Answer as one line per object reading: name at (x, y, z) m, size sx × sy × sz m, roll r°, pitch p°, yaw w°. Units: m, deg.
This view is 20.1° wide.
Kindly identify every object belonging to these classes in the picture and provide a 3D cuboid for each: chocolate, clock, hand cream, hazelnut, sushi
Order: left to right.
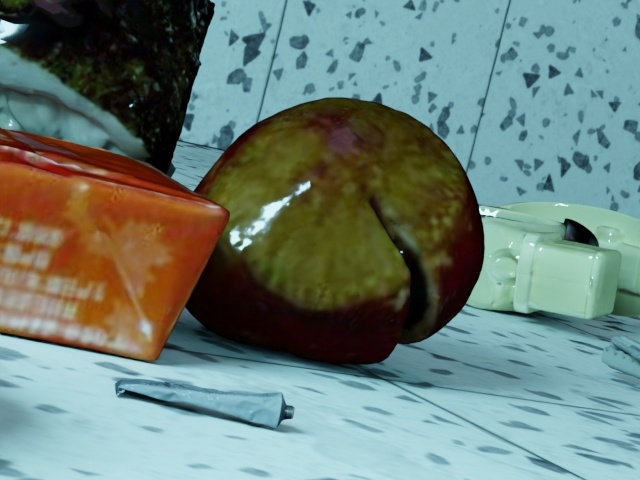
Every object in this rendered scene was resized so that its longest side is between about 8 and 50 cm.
chocolate at (-0.198, -0.014, 1.083) m, size 0.234 × 0.108 × 0.237 m, roll 12°, pitch 4°, yaw -19°
sushi at (-0.217, -0.123, 1.341) m, size 0.348 × 0.207 × 0.234 m, roll -8°, pitch -39°, yaw 42°
hand cream at (-0.059, 0.079, 0.926) m, size 0.093 × 0.019 × 0.030 m, roll 11°, pitch 4°, yaw -3°
hazelnut at (0.000, 0.000, 1.185) m, size 0.204 × 0.178 × 0.178 m, roll -22°, pitch 20°, yaw -22°
clock at (0.237, 0.021, 1.879) m, size 0.276 × 0.120 × 0.379 m, roll 12°, pitch 9°, yaw 27°

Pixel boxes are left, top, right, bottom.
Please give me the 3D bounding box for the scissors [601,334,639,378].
scissors at (0.315, 0.122, 1.392) m, size 0.118 × 0.031 × 0.242 m, roll 11°, pitch 8°, yaw -43°
